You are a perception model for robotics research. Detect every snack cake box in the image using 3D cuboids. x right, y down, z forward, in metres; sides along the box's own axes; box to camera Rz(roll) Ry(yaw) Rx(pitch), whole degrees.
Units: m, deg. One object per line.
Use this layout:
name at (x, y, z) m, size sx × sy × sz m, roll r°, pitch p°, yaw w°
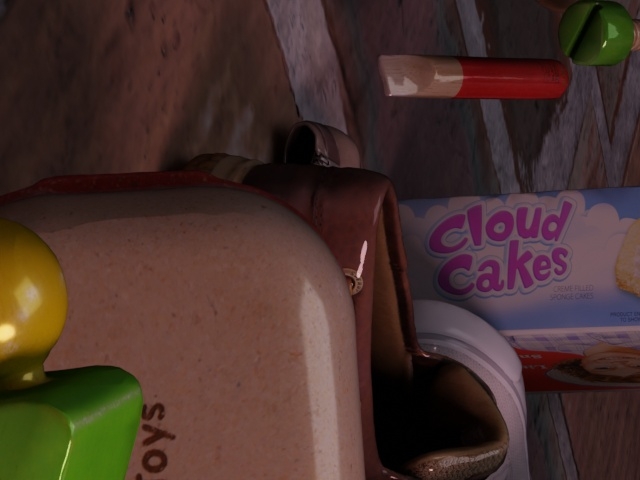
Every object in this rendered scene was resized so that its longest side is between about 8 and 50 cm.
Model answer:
snack cake box at (0.183, 0.032, 1.132) m, size 0.152 × 0.264 × 0.089 m, roll 39°, pitch 50°, yaw -64°

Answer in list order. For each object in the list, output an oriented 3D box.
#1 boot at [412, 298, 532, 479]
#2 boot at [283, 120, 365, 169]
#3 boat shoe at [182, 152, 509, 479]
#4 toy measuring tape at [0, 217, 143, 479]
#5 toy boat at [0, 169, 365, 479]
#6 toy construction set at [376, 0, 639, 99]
boot at (0.077, 0.150, 1.065) m, size 0.258 × 0.095 × 0.123 m, roll 65°, pitch 22°, yaw -48°
boot at (0.000, 0.000, 0.969) m, size 0.087 × 0.042 × 0.118 m, roll 39°, pitch 50°, yaw -56°
boat shoe at (0.029, 0.104, 0.899) m, size 0.123 × 0.123 × 0.342 m, roll -67°, pitch 147°, yaw -51°
toy measuring tape at (-0.136, 0.144, 0.521) m, size 0.121 × 0.121 × 0.330 m, roll -26°, pitch 134°, yaw -69°
toy boat at (-0.065, 0.094, 0.664) m, size 0.151 × 0.151 × 0.231 m, roll 168°, pitch -80°, yaw -81°
toy construction set at (0.064, -0.224, 0.975) m, size 0.237 × 0.257 × 0.308 m, roll -5°, pitch 100°, yaw -42°
